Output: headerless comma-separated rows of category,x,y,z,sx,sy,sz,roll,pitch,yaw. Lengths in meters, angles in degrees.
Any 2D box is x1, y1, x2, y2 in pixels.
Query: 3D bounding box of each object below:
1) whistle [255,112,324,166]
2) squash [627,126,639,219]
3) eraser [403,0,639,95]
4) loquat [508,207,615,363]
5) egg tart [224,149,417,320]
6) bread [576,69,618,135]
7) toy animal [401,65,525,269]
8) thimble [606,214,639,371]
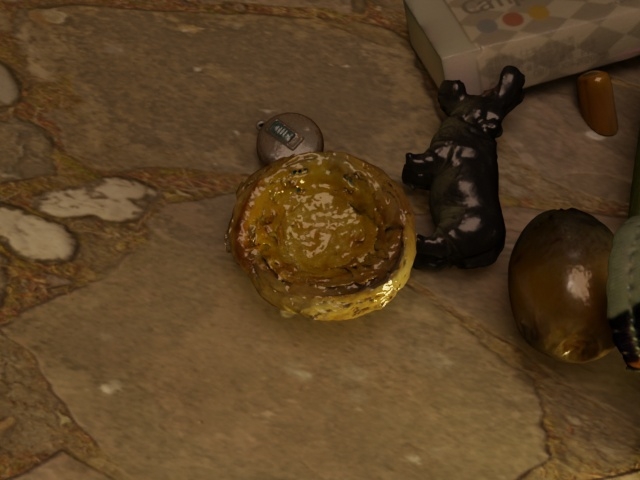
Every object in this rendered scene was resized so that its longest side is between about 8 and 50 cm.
whistle,-0.016,-0.126,1.633,0.220,0.057,0.107,38,72,14
squash,0.605,-0.152,1.548,0.263,0.263,0.384,13,63,5
eraser,0.357,-0.363,1.737,0.397,0.082,0.213,-16,51,-8
loquat,0.348,0.062,1.476,0.179,0.179,0.227,0,51,-1
egg tart,0.000,0.000,1.533,0.291,0.107,0.291,-2,64,3
bread,0.447,-0.223,1.703,0.049,0.103,0.062,-24,22,-24
toy animal,0.212,-0.120,1.587,0.168,0.106,0.343,10,72,4
thimble,0.483,0.068,1.375,0.150,0.237,0.237,-3,55,39
